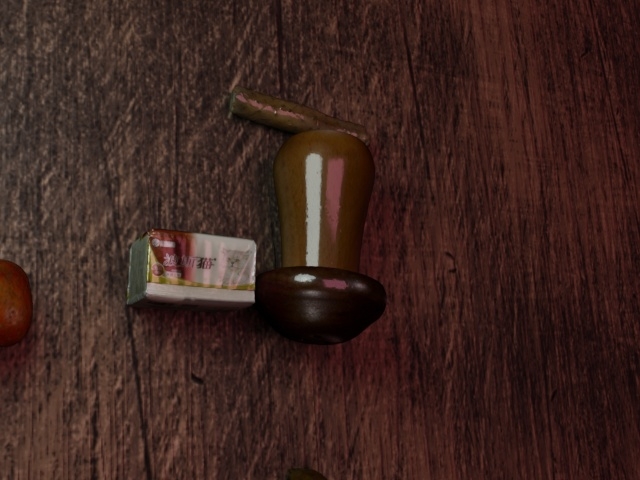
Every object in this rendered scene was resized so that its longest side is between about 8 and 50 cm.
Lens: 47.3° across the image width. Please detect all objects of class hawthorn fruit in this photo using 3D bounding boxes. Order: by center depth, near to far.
[{"bbox_3d":[-0.400,0.078,0.861,0.128,0.128,0.128,6,76,-26],"label":"hawthorn fruit"}]

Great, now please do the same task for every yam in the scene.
[{"bbox_3d":[-0.029,-0.189,1.147,0.241,0.056,0.057,15,72,-22],"label":"yam"}]

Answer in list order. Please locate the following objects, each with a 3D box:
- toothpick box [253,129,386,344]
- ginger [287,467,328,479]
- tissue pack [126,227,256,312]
[{"bbox_3d":[0.000,0.000,1.050,0.192,0.192,0.295,12,68,-25],"label":"toothpick box"},{"bbox_3d":[0.068,0.450,1.028,0.309,0.107,0.133,34,79,-13],"label":"ginger"},{"bbox_3d":[-0.174,0.043,0.989,0.148,0.106,0.099,7,76,-27],"label":"tissue pack"}]
